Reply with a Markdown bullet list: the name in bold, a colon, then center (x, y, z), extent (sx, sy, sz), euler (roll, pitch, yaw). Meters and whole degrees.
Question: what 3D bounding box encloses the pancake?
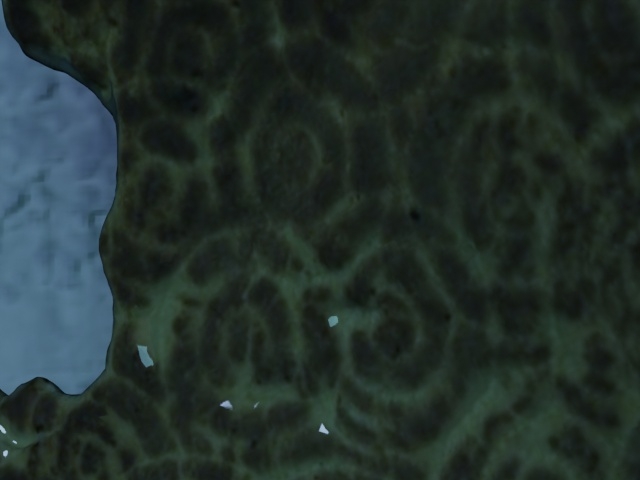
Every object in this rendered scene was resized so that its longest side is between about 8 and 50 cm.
- **pancake**: center (0.000, 0.000, 0.390), extent (0.286, 0.033, 0.288), euler (-33, 79, 27)
